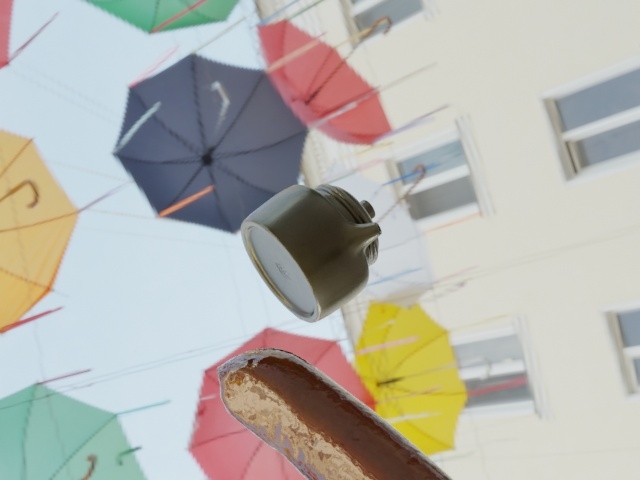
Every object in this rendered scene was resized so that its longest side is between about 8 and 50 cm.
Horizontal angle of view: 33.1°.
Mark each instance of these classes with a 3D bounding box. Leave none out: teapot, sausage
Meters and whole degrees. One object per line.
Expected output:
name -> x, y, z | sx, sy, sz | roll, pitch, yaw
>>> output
teapot -> 0.000, 0.000, 1.559 | 0.175, 0.268, 0.185 | -33, -75, -21
sausage -> 0.027, 0.184, 0.927 | 0.300, 0.083, 0.089 | 38, -146, 27
